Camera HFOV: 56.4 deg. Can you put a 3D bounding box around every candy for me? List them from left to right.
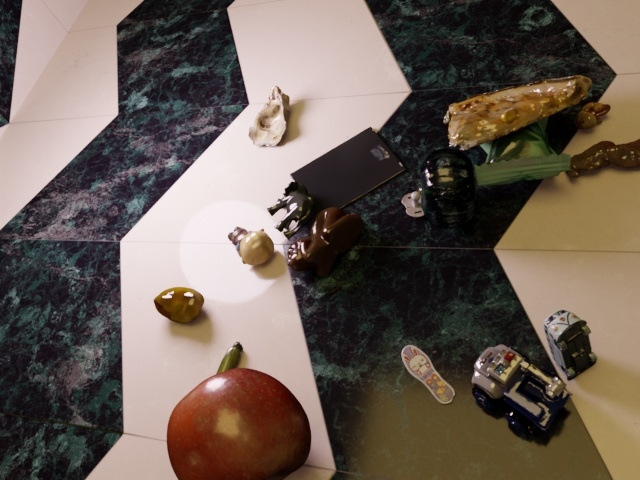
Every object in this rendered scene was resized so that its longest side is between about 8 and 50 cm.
[{"bbox_3d":[0.584,-0.305,1.801,0.263,0.172,0.397,-6,42,13],"label":"candy"}]

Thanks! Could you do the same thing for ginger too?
[{"bbox_3d":[0.847,-0.247,1.714,0.290,0.084,0.122,-15,31,16],"label":"ginger"}]

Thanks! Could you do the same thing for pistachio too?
[{"bbox_3d":[-0.439,0.200,1.895,0.190,0.100,0.110,-3,33,30],"label":"pistachio"}]

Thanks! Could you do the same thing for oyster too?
[{"bbox_3d":[-0.174,-0.460,2.257,0.162,0.107,0.232,6,78,19],"label":"oyster"}]

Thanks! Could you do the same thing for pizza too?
[{"bbox_3d":[0.528,-0.397,1.814,0.435,0.080,0.392,-23,19,-8],"label":"pizza"}]

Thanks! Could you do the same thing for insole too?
[{"bbox_3d":[0.278,0.349,1.562,0.065,0.004,0.197,-36,51,-5],"label":"insole"}]

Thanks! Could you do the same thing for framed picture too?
[{"bbox_3d":[0.086,-0.231,2.037,0.339,0.014,0.255,-31,52,-1],"label":"framed picture"}]

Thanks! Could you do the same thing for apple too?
[{"bbox_3d":[-0.200,0.472,1.452,0.349,0.348,0.276,-31,63,-1],"label":"apple"}]

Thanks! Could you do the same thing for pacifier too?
[{"bbox_3d":[0.296,-0.121,1.835,0.082,0.078,0.099,-15,51,-5],"label":"pacifier"}]

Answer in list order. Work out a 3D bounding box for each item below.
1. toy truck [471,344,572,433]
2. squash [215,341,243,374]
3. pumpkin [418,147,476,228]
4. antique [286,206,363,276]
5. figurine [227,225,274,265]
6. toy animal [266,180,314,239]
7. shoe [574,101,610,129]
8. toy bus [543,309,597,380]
[{"bbox_3d":[0.461,0.331,1.393,0.213,0.177,0.161,33,75,35],"label":"toy truck"},{"bbox_3d":[-0.274,0.378,1.732,0.052,0.052,0.183,7,61,26],"label":"squash"},{"bbox_3d":[0.367,-0.151,1.731,0.163,0.233,0.233,-6,55,12],"label":"pumpkin"},{"bbox_3d":[0.000,0.000,1.844,0.143,0.121,0.257,25,69,42],"label":"antique"},{"bbox_3d":[-0.235,0.012,1.953,0.114,0.108,0.196,-40,34,-21],"label":"figurine"},{"bbox_3d":[-0.087,-0.102,1.950,0.146,0.115,0.245,-46,40,10],"label":"toy animal"},{"bbox_3d":[0.822,-0.383,1.808,0.109,0.072,0.069,-24,17,-24],"label":"shoe"},{"bbox_3d":[0.581,0.239,1.403,0.087,0.193,0.089,-34,39,-2],"label":"toy bus"}]
